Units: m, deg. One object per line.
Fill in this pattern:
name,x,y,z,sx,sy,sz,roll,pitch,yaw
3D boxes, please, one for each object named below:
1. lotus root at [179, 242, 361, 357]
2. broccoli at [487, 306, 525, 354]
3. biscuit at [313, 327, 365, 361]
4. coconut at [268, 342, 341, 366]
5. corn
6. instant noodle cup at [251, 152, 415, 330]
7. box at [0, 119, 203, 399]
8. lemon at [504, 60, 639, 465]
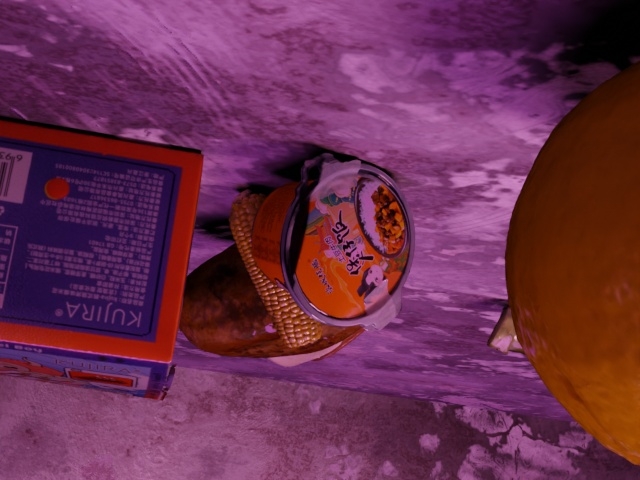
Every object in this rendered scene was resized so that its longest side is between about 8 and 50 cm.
lotus root,-0.076,0.070,1.288,0.291,0.193,0.193,-16,156,30
broccoli,0.473,0.197,1.558,0.361,0.221,0.252,10,-160,-14
biscuit,0.041,0.133,1.585,0.036,0.186,0.192,52,174,-13
coconut,-0.035,0.109,1.462,0.162,0.161,0.161,-24,152,25
corn,-0.056,0.034,1.133,0.067,0.206,0.067,-22,180,0
instant noodle cup,0.000,0.000,1.046,0.178,0.208,0.125,-20,-164,-32
box,-0.334,0.033,1.103,0.349,0.256,0.318,9,163,-11
lemon,0.294,0.016,0.667,0.348,0.348,0.348,6,165,2
